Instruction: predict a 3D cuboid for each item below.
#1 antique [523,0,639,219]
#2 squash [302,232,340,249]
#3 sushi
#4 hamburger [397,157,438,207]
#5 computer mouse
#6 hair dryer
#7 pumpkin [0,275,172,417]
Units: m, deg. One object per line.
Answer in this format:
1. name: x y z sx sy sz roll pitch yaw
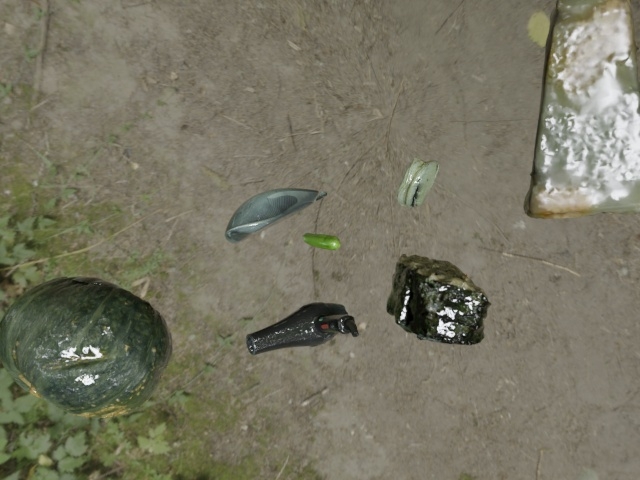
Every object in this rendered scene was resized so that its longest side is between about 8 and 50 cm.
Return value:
1. antique: 0.333 -0.175 0.745 0.150 0.125 0.285 -1 101 18
2. squash: -0.001 0.001 1.006 0.089 0.027 0.027 8 106 46
3. sushi: 0.276 0.135 1.436 0.210 0.350 0.171 8 98 -7
4. hamburger: 0.253 -0.147 1.535 0.062 0.133 0.140 24 106 24
5. computer mouse: -0.109 -0.094 1.554 0.167 0.379 0.090 -26 91 43
6. hair dryer: -0.008 0.172 1.170 0.235 0.271 0.091 -14 86 -28
7. pumpkin: -0.450 0.212 1.163 0.327 0.292 0.257 22 60 22
